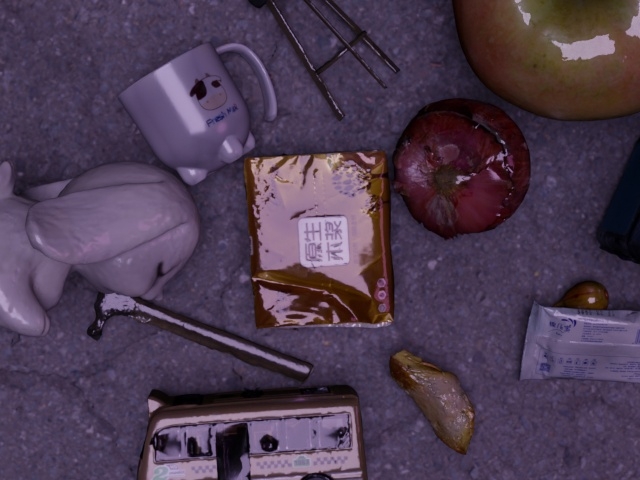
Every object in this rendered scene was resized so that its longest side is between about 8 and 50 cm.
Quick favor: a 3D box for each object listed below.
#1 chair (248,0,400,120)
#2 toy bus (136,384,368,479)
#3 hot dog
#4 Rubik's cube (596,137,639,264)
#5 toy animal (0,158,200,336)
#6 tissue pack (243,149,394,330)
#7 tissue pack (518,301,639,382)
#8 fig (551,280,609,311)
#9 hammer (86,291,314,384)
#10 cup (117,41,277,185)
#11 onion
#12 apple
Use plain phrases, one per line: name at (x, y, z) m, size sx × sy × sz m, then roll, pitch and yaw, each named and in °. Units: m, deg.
chair at (0.002, -0.267, 1.491) m, size 0.104 × 0.095 × 0.221 m, roll -42°, pitch 94°, yaw -9°
toy bus at (-0.088, 0.262, 1.514) m, size 0.290 × 0.139 × 0.157 m, roll -4°, pitch 91°, yaw -2°
hot dog at (0.152, 0.197, 1.548) m, size 0.061 × 0.078 × 0.169 m, roll -44°, pitch 107°, yaw -28°
Rubik's cube at (0.556, -0.066, 1.409) m, size 0.313 × 0.316 × 0.318 m, roll 23°, pitch 95°, yaw -3°
toy animal at (-0.276, -0.011, 1.441) m, size 0.265 × 0.272 × 0.205 m, roll -11°, pitch 100°, yaw -13°
tissue pack at (0.000, 0.000, 1.518) m, size 0.183 × 0.092 × 0.226 m, roll -3°, pitch 93°, yaw 0°
tissue pack at (0.359, 0.137, 1.544) m, size 0.193 × 0.026 × 0.122 m, roll 4°, pitch 125°, yaw 0°
fig at (0.334, 0.082, 1.555) m, size 0.083 × 0.050 × 0.050 m, roll -23°, pitch 95°, yaw 23°
hammer at (-0.149, 0.123, 1.555) m, size 0.297 × 0.027 × 0.125 m, roll 23°, pitch 92°, yaw -3°
cup at (-0.147, -0.159, 1.496) m, size 0.134 × 0.173 × 0.142 m, roll -28°, pitch 97°, yaw 33°
onion at (0.187, -0.092, 1.498) m, size 0.184 × 0.147 × 0.183 m, roll 5°, pitch 99°, yaw 38°
apple at (0.309, -0.293, 1.411) m, size 0.319 × 0.277 × 0.319 m, roll 0°, pitch 88°, yaw 7°
